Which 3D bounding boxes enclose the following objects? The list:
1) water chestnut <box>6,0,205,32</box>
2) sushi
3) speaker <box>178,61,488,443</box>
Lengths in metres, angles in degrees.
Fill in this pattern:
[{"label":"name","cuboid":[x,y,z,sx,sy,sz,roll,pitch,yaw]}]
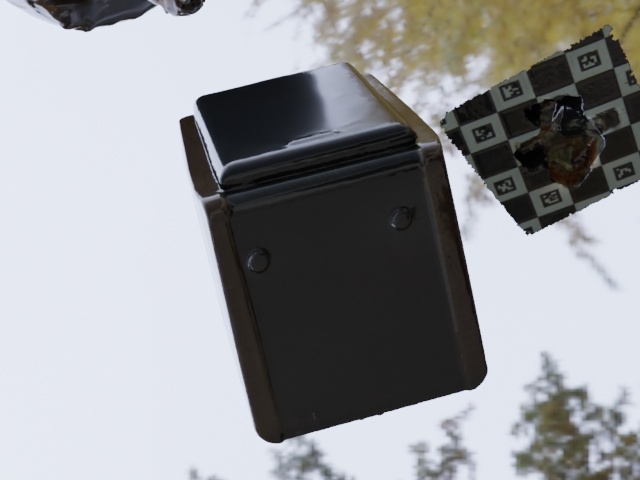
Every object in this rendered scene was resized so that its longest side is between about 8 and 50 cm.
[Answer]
[{"label":"water chestnut","cuboid":[-0.194,-0.346,1.473,0.350,0.350,0.302,-21,-118,-31]},{"label":"sushi","cuboid":[0.241,-0.115,1.514,0.210,0.192,0.040,49,-160,-40]},{"label":"speaker","cuboid":[0.000,0.000,1.001,0.153,0.231,0.193,-15,-70,-5]}]
